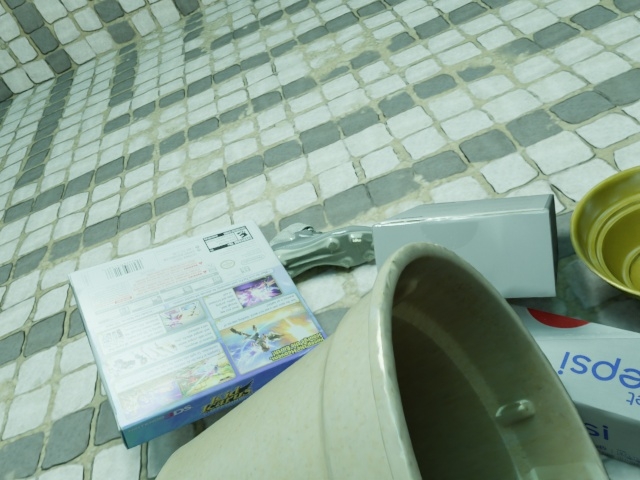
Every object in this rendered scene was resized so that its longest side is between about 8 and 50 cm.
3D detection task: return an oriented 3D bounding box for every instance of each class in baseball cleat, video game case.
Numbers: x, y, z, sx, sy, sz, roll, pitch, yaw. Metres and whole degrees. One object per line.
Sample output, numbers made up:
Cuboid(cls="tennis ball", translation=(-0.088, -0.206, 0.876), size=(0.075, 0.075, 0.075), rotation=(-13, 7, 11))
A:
Cuboid(cls="baseball cleat", translation=(0.000, 0.000, 0.920), size=(0.206, 0.072, 0.109), rotation=(-13, 37, 12))
Cuboid(cls="video game case", translation=(-0.161, 0.105, 0.785), size=(0.270, 0.061, 0.244), rotation=(-18, 51, -23))

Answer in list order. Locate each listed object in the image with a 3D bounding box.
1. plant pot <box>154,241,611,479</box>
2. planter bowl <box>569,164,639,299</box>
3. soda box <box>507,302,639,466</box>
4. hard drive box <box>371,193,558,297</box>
Cuboid(cls="plant pot", translation=(0.030, 0.217, 0.473), size=(0.306, 0.334, 0.333), rotation=(-32, 34, 27))
Cuboid(cls="planter bowl", translation=(0.401, 0.011, 0.673), size=(0.217, 0.090, 0.217), rotation=(-15, 41, 13))
Cuboid(cls="soda box", translation=(0.235, 0.138, 0.624), size=(0.286, 0.091, 0.098), rotation=(12, 52, 37))
Cuboid(cls="hard drive box", translation=(0.183, 0.002, 0.707), size=(0.181, 0.089, 0.232), rotation=(-4, 6, 24))
